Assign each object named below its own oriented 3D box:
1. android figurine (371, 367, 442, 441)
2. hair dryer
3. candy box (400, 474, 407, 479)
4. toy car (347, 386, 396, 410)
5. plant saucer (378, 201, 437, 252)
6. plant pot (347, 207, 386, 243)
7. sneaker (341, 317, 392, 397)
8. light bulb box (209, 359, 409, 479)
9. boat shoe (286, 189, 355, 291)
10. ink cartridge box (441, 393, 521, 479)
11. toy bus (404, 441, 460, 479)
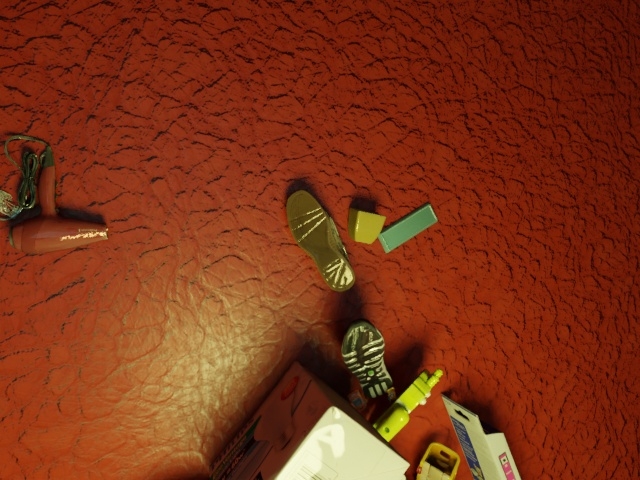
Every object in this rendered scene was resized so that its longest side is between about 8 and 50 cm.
[{"bbox_3d":[0.214,0.433,1.152,0.056,0.248,0.273,45,103,19],"label":"android figurine"},{"bbox_3d":[-0.609,-0.079,0.979,0.293,0.080,0.224,37,80,-14],"label":"hair dryer"},{"bbox_3d":[0.195,0.666,1.185,0.071,0.159,0.234,-32,98,-15],"label":"candy box"},{"bbox_3d":[0.132,0.393,1.112,0.121,0.041,0.060,-18,127,-1],"label":"toy car"},{"bbox_3d":[0.254,-0.038,1.273,0.192,0.018,0.067,-31,99,-15],"label":"plant saucer"},{"bbox_3d":[0.118,-0.037,1.202,0.081,0.081,0.084,12,97,-17],"label":"plant pot"},{"bbox_3d":[0.101,0.267,1.143,0.106,0.163,0.282,-17,127,-2],"label":"sneaker"},{"bbox_3d":[-0.051,0.515,1.005,0.225,0.361,0.358,42,79,-11],"label":"light bulb box"},{"bbox_3d":[0.000,0.000,1.170,0.104,0.089,0.286,-25,95,11],"label":"boat shoe"},{"bbox_3d":[0.472,0.614,1.260,0.069,0.175,0.371,-26,98,-15],"label":"ink cartridge box"},{"bbox_3d":[0.330,0.669,1.251,0.104,0.202,0.191,-37,94,-44],"label":"toy bus"}]
